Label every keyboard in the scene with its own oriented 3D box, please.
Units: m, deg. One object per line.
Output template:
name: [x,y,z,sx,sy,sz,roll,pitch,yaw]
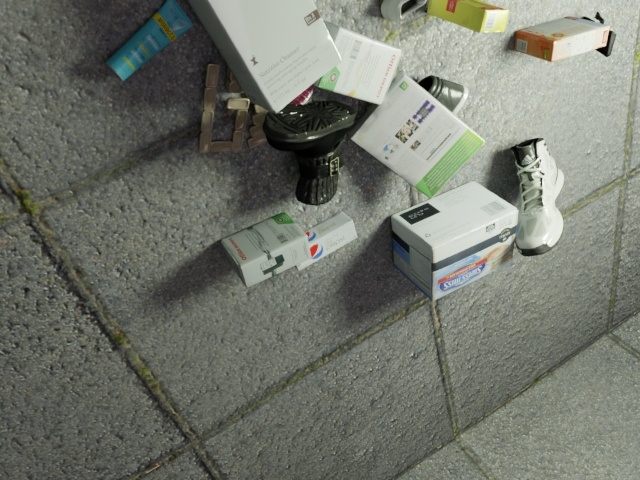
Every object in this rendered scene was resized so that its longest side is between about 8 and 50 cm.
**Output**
keyboard: [0.875,-0.657,1.853,0.023,0.180,0.108,-10,126,-3]

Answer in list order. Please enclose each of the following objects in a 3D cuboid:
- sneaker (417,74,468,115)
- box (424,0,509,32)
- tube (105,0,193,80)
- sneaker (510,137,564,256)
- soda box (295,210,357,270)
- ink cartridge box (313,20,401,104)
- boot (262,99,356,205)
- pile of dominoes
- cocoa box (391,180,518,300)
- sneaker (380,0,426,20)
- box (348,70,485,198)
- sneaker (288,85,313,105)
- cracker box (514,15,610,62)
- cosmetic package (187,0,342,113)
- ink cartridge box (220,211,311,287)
sneaker: [0.293,-0.354,1.739,0.146,0.105,0.296,23,111,-25]
box: [0.376,-0.598,1.537,0.087,0.232,0.058,-10,126,-25]
tube: [-0.377,-0.438,1.294,0.207,0.052,0.080,-46,142,-8]
sneaker: [0.690,-0.172,1.967,0.257,0.169,0.448,50,44,-30]
soda box: [0.000,0.000,1.789,0.216,0.069,0.074,-30,129,-14]
ink cartridge box: [0.087,-0.459,1.538,0.212,0.093,0.154,7,115,-33]
boot: [-0.037,-0.208,1.518,0.348,0.131,0.260,-24,139,-50]
pile of dominoes: [-0.206,-0.343,1.480,0.195,0.040,0.251,-7,130,-29]
cocoa box: [0.439,-0.003,1.954,0.347,0.231,0.228,-23,129,-19]
sneaker: [0.256,-0.649,1.523,0.212,0.094,0.080,-49,130,4]
box: [0.274,-0.293,1.684,0.322,0.058,0.232,34,113,-20]
sneaker: [-0.073,-0.335,1.538,0.170,0.063,0.075,-58,161,-9]
cracker box: [0.736,-0.618,1.803,0.232,0.156,0.067,-21,127,-19]
cosmetic package: [-0.144,-0.506,1.288,0.217,0.156,0.385,-41,125,-9]
ink cartridge box: [-0.153,0.023,1.653,0.208,0.153,0.087,-24,130,-16]
